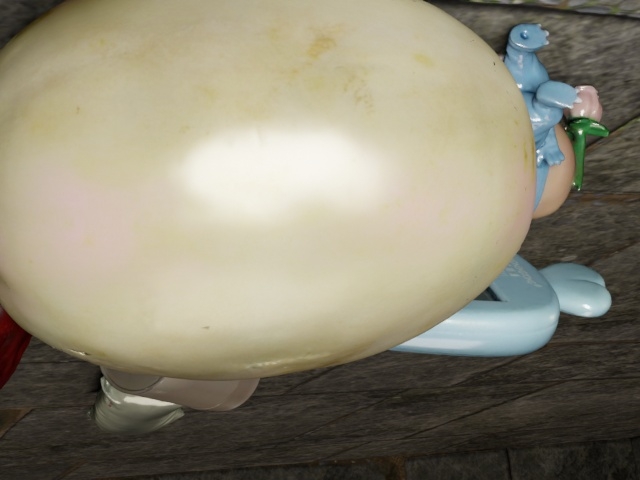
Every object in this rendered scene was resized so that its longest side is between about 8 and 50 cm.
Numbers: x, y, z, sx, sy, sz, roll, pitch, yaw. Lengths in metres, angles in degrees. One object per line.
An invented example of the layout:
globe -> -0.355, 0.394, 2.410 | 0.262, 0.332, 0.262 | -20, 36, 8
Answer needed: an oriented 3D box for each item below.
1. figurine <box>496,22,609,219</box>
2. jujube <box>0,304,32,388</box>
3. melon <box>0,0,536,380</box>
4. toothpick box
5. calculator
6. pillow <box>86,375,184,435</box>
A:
figurine -> 0.142, -0.070, 0.853 | 0.144, 0.114, 0.178 | -1, 155, -13
jujube -> -0.268, 0.023, 0.830 | 0.255, 0.190, 0.190 | -50, 146, 19
melon -> -0.041, -0.037, 0.672 | 0.317, 0.223, 0.223 | -6, 164, -8
toothpick box -> -0.154, 0.131, 1.390 | 0.111, 0.111, 0.180 | -15, 161, 24
calculator -> 0.055, 0.030, 0.851 | 0.302, 0.042, 0.188 | 6, -164, -10
pillow -> -0.245, 0.225, 1.730 | 0.144, 0.078, 0.254 | -2, 163, -16
